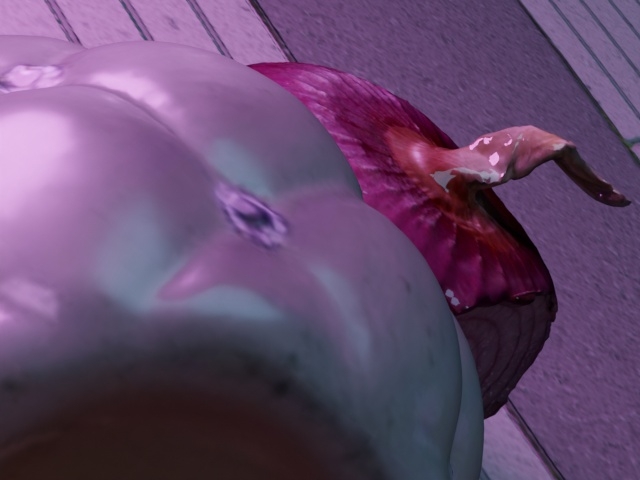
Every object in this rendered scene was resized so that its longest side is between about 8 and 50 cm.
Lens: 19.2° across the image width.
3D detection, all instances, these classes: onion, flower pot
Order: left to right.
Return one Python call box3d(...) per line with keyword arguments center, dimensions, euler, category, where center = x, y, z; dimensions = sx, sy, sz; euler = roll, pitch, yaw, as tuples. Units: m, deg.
box3d(center=(-0.073, 0.063, 0.528), dimensions=(0.246, 0.246, 0.195), euler=(29, 6, -24), category="flower pot")
box3d(center=(-0.008, 0.010, 0.789), dimensions=(0.200, 0.200, 0.207), euler=(47, 47, 12), category="onion")
